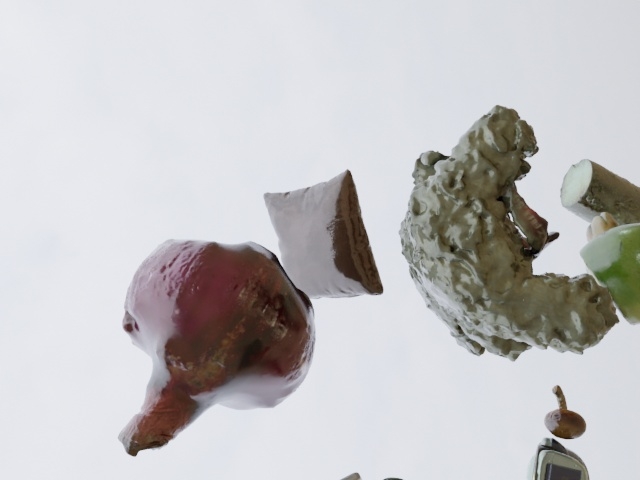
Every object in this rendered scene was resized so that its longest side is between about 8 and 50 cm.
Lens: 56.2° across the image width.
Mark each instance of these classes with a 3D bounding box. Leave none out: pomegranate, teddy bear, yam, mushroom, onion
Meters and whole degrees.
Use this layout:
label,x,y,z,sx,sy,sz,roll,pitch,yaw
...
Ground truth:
label,x,y,z,sx,sy,sz,roll,pitch,yaw
pomegranate,0.620,0.043,1.169,0.190,0.159,0.241,51,-159,-4
teddy bear,0.240,0.026,0.934,0.367,0.225,0.357,82,167,-78
yam,0.806,-0.105,1.663,0.268,0.161,0.161,29,-130,-8
mushroom,0.557,0.403,1.386,0.073,0.088,0.129,-15,-97,-43
onion,-0.213,0.214,1.119,0.398,0.398,0.420,49,-139,-24

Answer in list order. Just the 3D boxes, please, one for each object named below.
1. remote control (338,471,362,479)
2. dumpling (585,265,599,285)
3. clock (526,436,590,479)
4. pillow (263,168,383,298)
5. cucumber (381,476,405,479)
label,x,y,z,sx,sy,sz,roll,pitch,yaw
remote control,-0.021,0.610,1.382,0.029,0.261,0.067,60,173,36
dumpling,0.744,0.072,1.520,0.199,0.136,0.118,-17,-52,-35
clock,0.565,0.575,1.428,0.243,0.147,0.199,38,-123,-63
pillow,0.000,0.000,1.488,0.108,0.308,0.305,-21,-82,-46
cucumber,0.062,0.419,0.895,0.077,0.265,0.077,17,-132,-20
